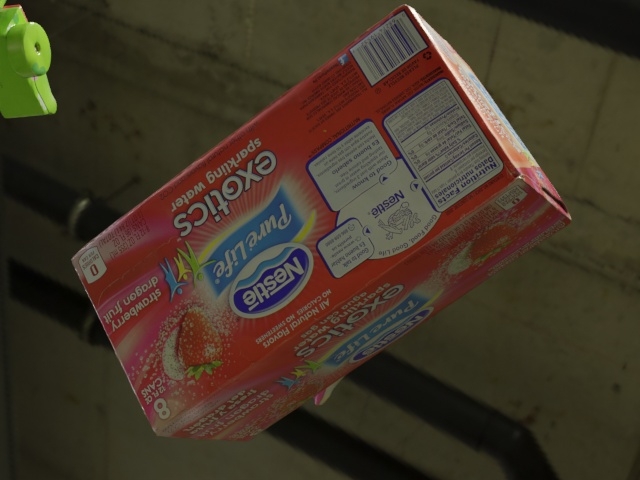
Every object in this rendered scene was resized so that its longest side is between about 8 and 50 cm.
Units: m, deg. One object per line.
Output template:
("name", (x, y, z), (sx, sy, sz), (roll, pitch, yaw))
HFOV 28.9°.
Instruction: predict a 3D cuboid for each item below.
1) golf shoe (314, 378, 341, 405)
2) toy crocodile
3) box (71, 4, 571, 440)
("golf shoe", (-0.051, 0.074, 1.238), (0.115, 0.140, 0.306), (27, -4, 46))
("toy crocodile", (-0.408, -0.283, 1.478), (0.115, 0.105, 0.340), (-6, -47, 21))
("box", (0.000, 0.000, 0.738), (0.257, 0.122, 0.128), (-36, -113, 14))
